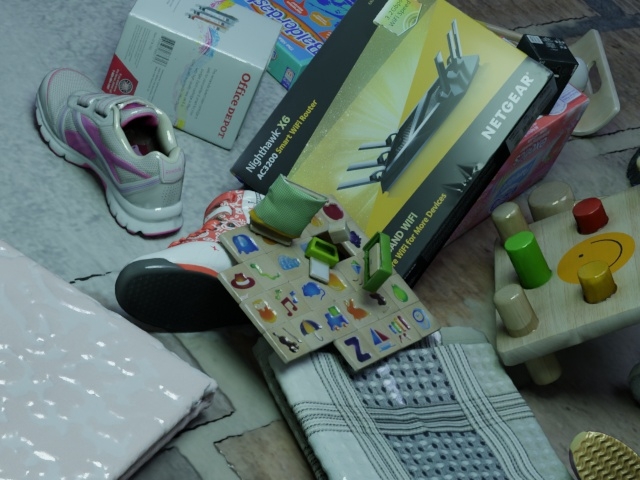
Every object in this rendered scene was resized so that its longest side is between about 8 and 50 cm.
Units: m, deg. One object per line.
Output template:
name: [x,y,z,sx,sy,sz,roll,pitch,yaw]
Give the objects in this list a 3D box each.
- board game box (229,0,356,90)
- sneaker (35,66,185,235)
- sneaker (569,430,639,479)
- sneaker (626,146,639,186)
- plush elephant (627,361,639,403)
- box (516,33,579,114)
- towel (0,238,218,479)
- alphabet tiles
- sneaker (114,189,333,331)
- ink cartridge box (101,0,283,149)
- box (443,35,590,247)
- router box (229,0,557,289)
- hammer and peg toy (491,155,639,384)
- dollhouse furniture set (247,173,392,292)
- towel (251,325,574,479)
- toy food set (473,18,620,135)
board game box: [-0.014,-0.281,2.365,0.160,0.047,0.210,43,40,24]
sneaker: [-0.225,-0.124,1.979,0.103,0.111,0.252,-18,53,-44]
sneaker: [0.331,0.264,1.847,0.185,0.069,0.084,39,-2,-5]
sneaker: [0.474,-0.076,2.387,0.087,0.083,0.221,30,39,-17]
plush elephant: [0.556,0.074,2.049,0.271,0.255,0.330,22,27,22]
box: [0.264,-0.203,2.154,0.062,0.083,0.052,3,42,-29]
towel: [-0.308,0.129,1.656,0.332,0.053,0.317,33,37,11]
alphabet tiles: [0.001,0.051,1.862,0.198,0.009,0.237,51,38,14]
sneaker: [-0.118,0.016,1.882,0.270,0.090,0.145,3,43,-35]
ink cartridge box: [-0.154,-0.219,2.131,0.176,0.128,0.127,24,35,-3]
box: [0.190,-0.126,2.207,0.154,0.142,0.300,37,37,16]
router box: [0.085,-0.127,2.023,0.243,0.309,0.081,35,-3,16]
hammer and peg toy: [0.326,-0.005,2.035,0.127,0.266,0.361,61,19,-26]
dollhouse furniture set: [0.000,0.000,1.842,0.151,0.076,0.059,24,41,-22]
towel: [0.114,0.200,1.819,0.312,0.056,0.324,0,42,-32]
toy food set: [0.264,-0.273,2.485,0.306,0.092,0.220,16,37,-14]
